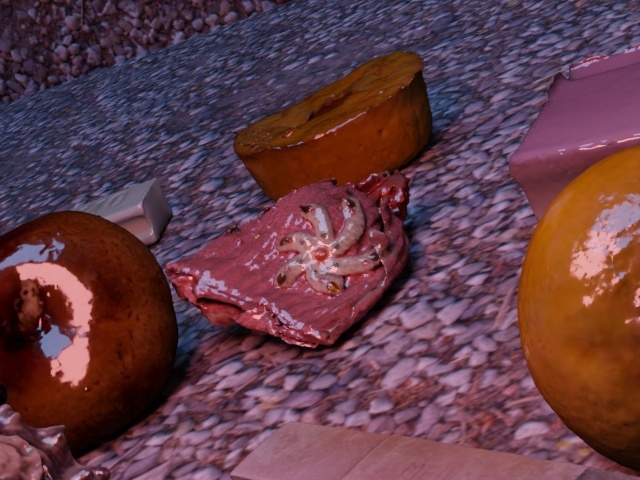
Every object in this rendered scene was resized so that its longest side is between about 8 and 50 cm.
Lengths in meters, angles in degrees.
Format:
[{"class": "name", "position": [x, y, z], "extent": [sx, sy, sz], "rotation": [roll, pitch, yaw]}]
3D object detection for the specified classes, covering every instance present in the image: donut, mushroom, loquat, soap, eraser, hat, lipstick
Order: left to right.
[{"class": "mushroom", "position": [-0.269, 0.104, 1.464], "extent": [0.267, 0.267, 0.254], "rotation": [-20, -16, 13]}, {"class": "soap", "position": [-0.317, -0.013, 1.991], "extent": [0.198, 0.067, 0.119], "rotation": [-20, 18, 13]}, {"class": "hat", "position": [0.000, 0.000, 1.501], "extent": [0.236, 0.107, 0.286], "rotation": [23, 44, 34]}, {"class": "donut", "position": [0.026, -0.141, 1.849], "extent": [0.277, 0.109, 0.277], "rotation": [-22, 19, 8]}, {"class": "lipstick", "position": [0.084, 0.190, 0.956], "extent": [0.076, 0.080, 0.371], "rotation": [-39, 23, -32]}, {"class": "loquat", "position": [0.244, 0.044, 0.928], "extent": [0.243, 0.244, 0.244], "rotation": [-22, 19, 8]}, {"class": "eraser", "position": [0.392, -0.121, 1.348], "extent": [0.359, 0.122, 0.272], "rotation": [-14, 24, 30]}]

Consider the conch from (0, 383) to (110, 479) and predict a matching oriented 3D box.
[{"class": "conch", "position": [-0.298, 0.218, 1.197], "extent": [0.240, 0.186, 0.313], "rotation": [-13, 11, -7]}]
